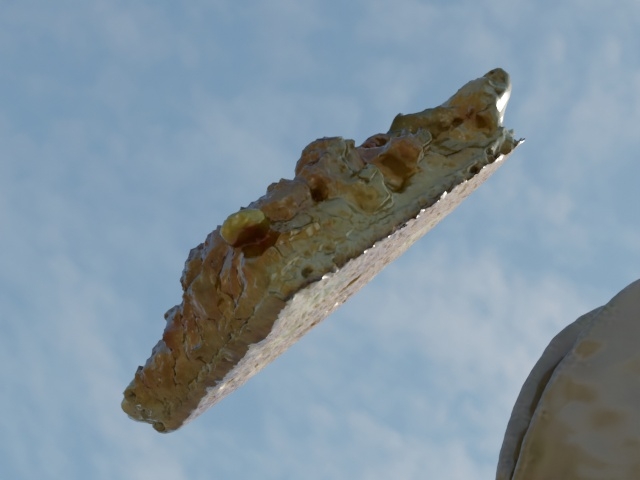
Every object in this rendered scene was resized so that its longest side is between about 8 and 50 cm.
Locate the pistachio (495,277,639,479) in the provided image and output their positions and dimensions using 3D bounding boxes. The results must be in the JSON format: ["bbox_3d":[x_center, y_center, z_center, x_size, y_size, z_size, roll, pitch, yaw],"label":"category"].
[{"bbox_3d":[0.149,0.115,0.783,0.152,0.223,0.126,25,-34,-11],"label":"pistachio"}]

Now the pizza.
[{"bbox_3d":[-0.004,0.010,1.260,0.087,0.258,0.268,52,-36,10],"label":"pizza"}]
